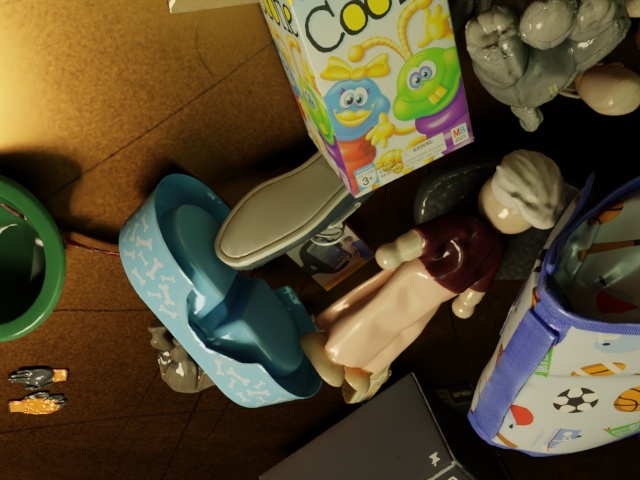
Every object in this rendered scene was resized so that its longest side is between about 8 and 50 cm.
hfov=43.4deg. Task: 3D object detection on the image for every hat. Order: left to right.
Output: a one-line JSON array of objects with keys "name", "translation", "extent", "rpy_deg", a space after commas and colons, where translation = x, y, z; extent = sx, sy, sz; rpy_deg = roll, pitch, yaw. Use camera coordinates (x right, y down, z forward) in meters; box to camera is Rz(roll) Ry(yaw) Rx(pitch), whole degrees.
[{"name": "hat", "translation": [-0.320, 0.017, 0.910], "extent": [0.208, 0.183, 0.173], "rpy_deg": [42, 102, 4]}]

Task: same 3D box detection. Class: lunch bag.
[{"name": "lunch bag", "translation": [0.361, 0.078, 0.908], "extent": [0.386, 0.238, 0.327], "rpy_deg": [-20, 149, -17]}]

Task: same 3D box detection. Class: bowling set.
[{"name": "bowling set", "translation": [0.368, -0.284, 0.859], "extent": [0.287, 0.154, 0.199], "rpy_deg": [-27, 113, 4]}]

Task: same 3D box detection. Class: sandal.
[{"name": "sandal", "translation": [0.293, -0.037, 1.038], "extent": [0.446, 0.107, 0.167], "rpy_deg": [4, 124, -29]}]

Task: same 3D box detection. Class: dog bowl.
[{"name": "dog bowl", "translation": [-0.110, 0.066, 0.905], "extent": [0.074, 0.166, 0.297], "rpy_deg": [-30, 109, 22]}]

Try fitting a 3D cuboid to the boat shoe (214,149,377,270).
[{"name": "boat shoe", "translation": [-0.007, -0.047, 0.902], "extent": [0.254, 0.095, 0.079], "rpy_deg": [-44, 150, -16]}]

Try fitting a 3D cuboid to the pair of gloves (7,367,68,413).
[{"name": "pair of gloves", "translation": [-0.367, 0.196, 1.044], "extent": [0.074, 0.010, 0.083], "rpy_deg": [1, 126, -20]}]

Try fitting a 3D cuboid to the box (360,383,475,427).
[{"name": "box", "translation": [0.150, 0.321, 1.306], "extent": [0.191, 0.045, 0.184], "rpy_deg": [-5, 131, -16]}]

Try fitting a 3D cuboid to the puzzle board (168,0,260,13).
[{"name": "puzzle board", "translation": [-0.087, -0.272, 0.769], "extent": [0.128, 0.011, 0.096], "rpy_deg": [-11, 129, -12]}]

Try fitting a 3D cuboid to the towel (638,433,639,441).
[{"name": "towel", "translation": [0.698, 0.326, 1.378], "extent": [0.308, 0.076, 0.227], "rpy_deg": [-2, 140, 30]}]

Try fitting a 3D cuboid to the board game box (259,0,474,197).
[{"name": "board game box", "translation": [0.033, -0.205, 0.767], "extent": [0.142, 0.144, 0.275], "rpy_deg": [-26, 132, -5]}]

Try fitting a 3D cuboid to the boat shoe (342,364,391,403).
[{"name": "boat shoe", "translation": [0.078, 0.189, 1.175], "extent": [0.045, 0.050, 0.135], "rpy_deg": [8, 134, -29]}]

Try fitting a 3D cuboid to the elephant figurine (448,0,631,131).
[{"name": "elephant figurine", "translation": [0.182, -0.264, 0.788], "extent": [0.169, 0.239, 0.186], "rpy_deg": [5, 144, -47]}]

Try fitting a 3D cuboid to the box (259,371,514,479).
[{"name": "box", "translation": [0.120, 0.397, 1.206], "extent": [0.296, 0.182, 0.294], "rpy_deg": [-36, 129, 11]}]

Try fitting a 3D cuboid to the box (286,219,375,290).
[{"name": "box", "translation": [0.000, 0.000, 1.007], "extent": [0.081, 0.028, 0.136], "rpy_deg": [-37, 132, 11]}]

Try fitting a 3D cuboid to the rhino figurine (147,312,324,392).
[{"name": "rhino figurine", "translation": [-0.098, 0.138, 1.054], "extent": [0.243, 0.073, 0.106], "rpy_deg": [-8, 126, -15]}]

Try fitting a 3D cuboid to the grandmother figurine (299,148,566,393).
[{"name": "grandmother figurine", "translation": [0.129, 0.030, 0.899], "extent": [0.342, 0.104, 0.208], "rpy_deg": [-43, 153, 15]}]
